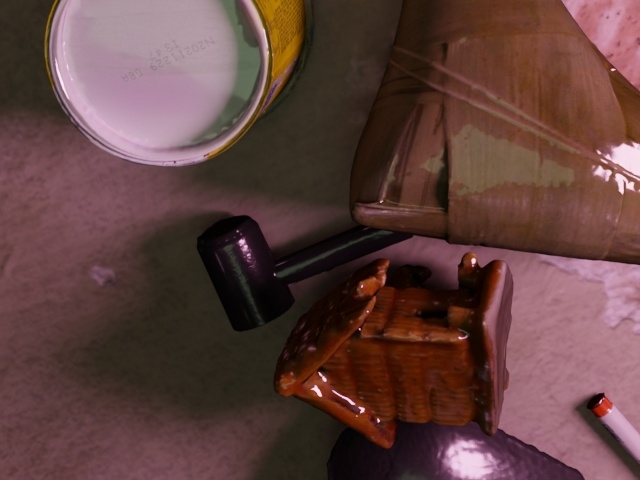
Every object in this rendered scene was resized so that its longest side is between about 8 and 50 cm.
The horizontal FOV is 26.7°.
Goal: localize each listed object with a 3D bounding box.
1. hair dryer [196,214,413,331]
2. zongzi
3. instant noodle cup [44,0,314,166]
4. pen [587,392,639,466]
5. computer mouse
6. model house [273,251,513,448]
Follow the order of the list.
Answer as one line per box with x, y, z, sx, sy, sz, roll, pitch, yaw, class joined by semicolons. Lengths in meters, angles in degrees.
0.001;0.002;1.407;0.248;0.070;0.114;-22;108;7;hair dryer
0.271;-0.153;1.287;0.446;0.181;0.418;9;100;-4;zongzi
-0.139;-0.192;1.269;0.264;0.200;0.264;1;112;3;instant noodle cup
0.372;0.251;1.499;0.026;0.026;0.218;-39;104;15;pen
0.153;0.273;1.455;0.295;0.087;0.168;25;85;-5;computer mouse
0.077;0.095;1.352;0.229;0.199;0.220;2;126;7;model house
